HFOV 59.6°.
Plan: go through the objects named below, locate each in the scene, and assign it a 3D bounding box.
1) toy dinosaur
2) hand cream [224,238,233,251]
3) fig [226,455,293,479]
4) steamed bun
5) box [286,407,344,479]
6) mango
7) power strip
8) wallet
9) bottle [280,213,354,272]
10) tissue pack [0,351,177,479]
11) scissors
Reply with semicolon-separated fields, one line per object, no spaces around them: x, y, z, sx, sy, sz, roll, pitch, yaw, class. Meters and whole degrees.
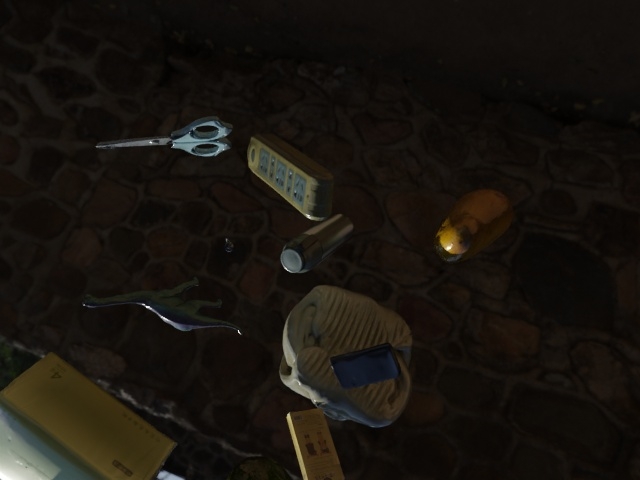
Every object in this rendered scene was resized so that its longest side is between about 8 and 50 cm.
-0.481;0.232;1.705;0.383;0.129;0.331;31;-152;27;toy dinosaur
-0.202;0.013;1.238;0.019;0.030;0.093;-6;-175;-9;hand cream
-0.144;0.679;1.481;0.245;0.195;0.195;-13;140;43;fig
0.055;0.314;1.503;0.367;0.342;0.255;31;147;-5;steamed bun
-0.010;0.388;1.043;0.073;0.149;0.020;1;138;-27;box
0.342;-0.035;1.284;0.120;0.295;0.177;48;127;19;mango
-0.076;-0.146;1.139;0.066;0.092;0.387;-3;-157;-25;power strip
0.098;0.277;1.227;0.156;0.082;0.018;-22;-178;27;wallet
0.000;0.000;1.286;0.079;0.253;0.096;43;123;9;bottle
-0.347;0.299;0.794;0.234;0.125;0.159;36;119;2;tissue pack
-0.417;-0.267;1.510;0.360;0.029;0.191;-9;162;-16;scissors
